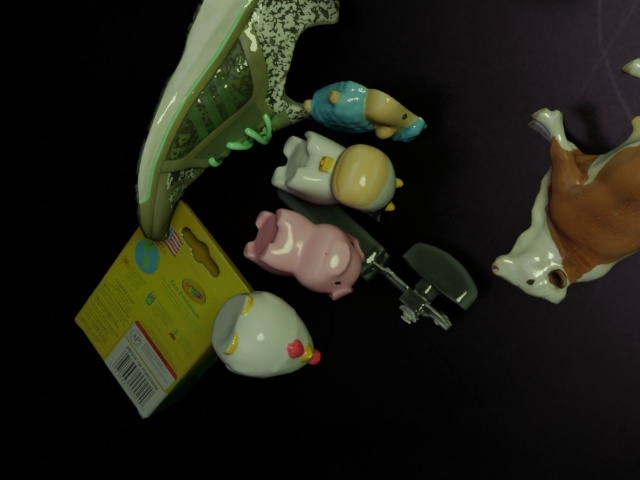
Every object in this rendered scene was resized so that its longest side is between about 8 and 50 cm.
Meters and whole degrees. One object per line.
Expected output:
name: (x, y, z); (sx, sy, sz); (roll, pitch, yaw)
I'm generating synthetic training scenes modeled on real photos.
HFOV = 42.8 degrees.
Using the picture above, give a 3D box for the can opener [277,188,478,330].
can opener: (0.066, 0.008, 1.008); (0.280, 0.074, 0.093); (39, 86, 19)

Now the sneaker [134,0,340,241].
sneaker: (-0.104, -0.159, 1.007); (0.182, 0.158, 0.410); (23, 112, -11)

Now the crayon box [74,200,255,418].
crayon box: (-0.216, 0.092, 1.200); (0.202, 0.081, 0.318); (52, 124, 13)

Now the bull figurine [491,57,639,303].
bull figurine: (0.295, -0.061, 0.805); (0.310, 0.101, 0.188); (-27, 84, 36)

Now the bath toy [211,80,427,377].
bath toy: (0.000, 0.000, 0.928); (0.151, 0.129, 0.348); (13, 79, 63)
